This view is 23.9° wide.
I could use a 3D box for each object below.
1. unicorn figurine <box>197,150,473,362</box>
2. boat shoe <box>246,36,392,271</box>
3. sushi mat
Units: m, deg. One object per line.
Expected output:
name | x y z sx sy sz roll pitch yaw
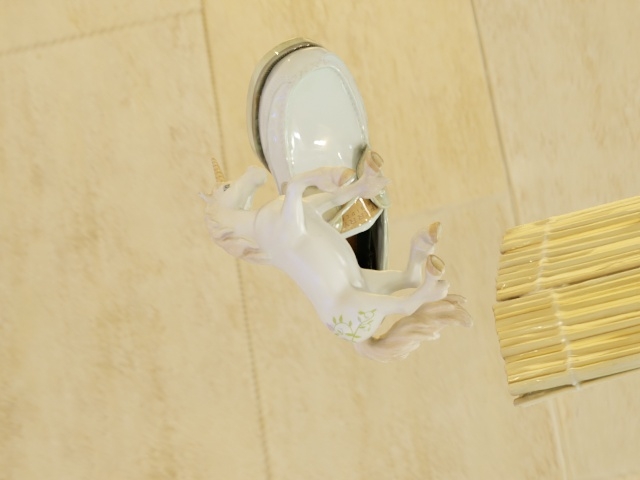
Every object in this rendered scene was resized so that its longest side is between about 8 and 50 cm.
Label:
unicorn figurine | 0.000 0.000 0.802 0.111 0.060 0.162 -36 81 35
boat shoe | 0.015 -0.046 1.357 0.113 0.302 0.103 -30 48 -14
sushi mat | 0.219 -0.012 0.576 0.317 0.151 0.019 -16 112 15
